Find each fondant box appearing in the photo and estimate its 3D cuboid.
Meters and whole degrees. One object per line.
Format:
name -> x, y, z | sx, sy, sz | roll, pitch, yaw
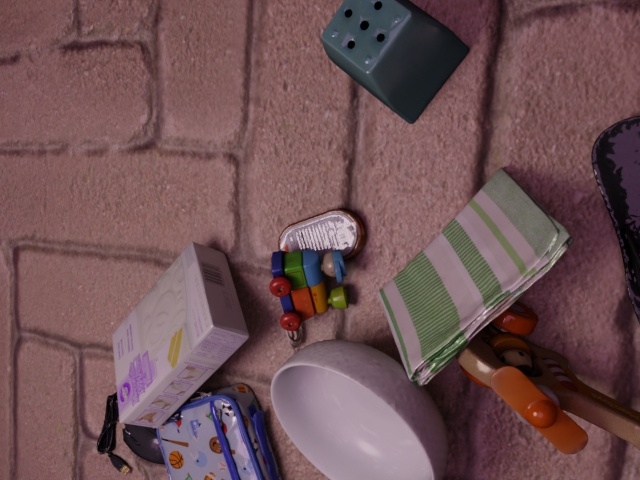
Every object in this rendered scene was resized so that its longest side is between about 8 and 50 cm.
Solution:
fondant box -> -0.310, 0.201, 1.144 | 0.330, 0.096, 0.238 | -47, 44, 21

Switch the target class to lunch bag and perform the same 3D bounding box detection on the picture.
lunch bag -> -0.214, 0.466, 1.165 | 0.243, 0.115, 0.303 | -21, 86, 22

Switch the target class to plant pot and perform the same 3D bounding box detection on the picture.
plant pot -> 0.111, -0.321, 0.893 | 0.165, 0.234, 0.166 | 43, 110, 16

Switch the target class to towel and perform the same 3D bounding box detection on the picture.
towel -> 0.230, 0.050, 0.884 | 0.038, 0.248, 0.325 | 31, 111, -24

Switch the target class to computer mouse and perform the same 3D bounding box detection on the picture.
computer mouse -> -0.449, 0.502, 1.303 | 0.262, 0.060, 0.184 | 21, 101, 23

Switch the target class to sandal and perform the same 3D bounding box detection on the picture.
sandal -> 0.526, 0.028, 0.794 | 0.167, 0.107, 0.446 | -26, 83, 24

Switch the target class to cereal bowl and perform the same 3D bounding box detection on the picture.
cereal bowl -> 0.080, 0.308, 0.969 | 0.339, 0.141, 0.339 | 22, 132, 26

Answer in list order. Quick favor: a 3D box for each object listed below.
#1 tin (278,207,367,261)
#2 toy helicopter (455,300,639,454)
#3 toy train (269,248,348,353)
tin -> 0.000, 0.000, 1.076 | 0.189, 0.040, 0.106 | -19, 81, 25
toy helicopter -> 0.371, 0.233, 0.810 | 0.355, 0.235, 0.140 | 26, 108, 18
toy train -> -0.008, 0.126, 1.064 | 0.143, 0.105, 0.248 | -10, 124, 4
